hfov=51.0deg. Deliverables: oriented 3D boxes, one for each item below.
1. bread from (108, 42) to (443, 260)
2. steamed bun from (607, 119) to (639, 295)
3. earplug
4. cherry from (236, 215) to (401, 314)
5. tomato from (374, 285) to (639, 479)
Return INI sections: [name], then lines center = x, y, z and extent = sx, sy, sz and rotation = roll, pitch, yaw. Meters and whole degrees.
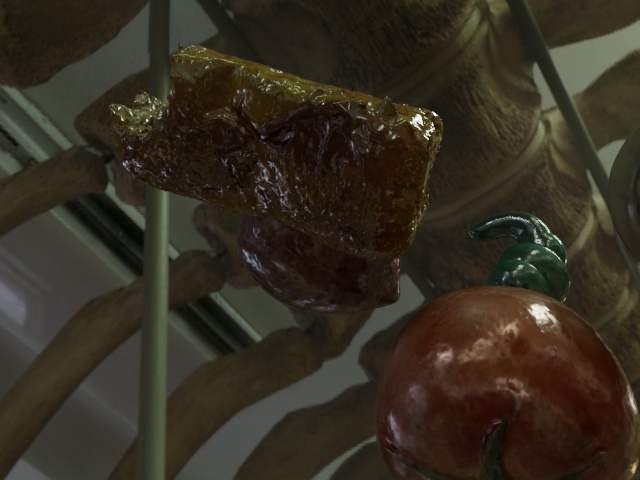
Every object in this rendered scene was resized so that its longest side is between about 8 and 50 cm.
[bread]
center = -0.063, -0.106, 0.727
extent = 0.380, 0.109, 0.185
rotation = 18, -47, 18
[steamed bun]
center = 0.526, -0.047, 0.828
extent = 0.324, 0.219, 0.309
rotation = -12, -83, 13
[earplug]
center = 0.429, 0.051, 1.475
extent = 0.257, 0.280, 0.164
rotation = 42, -48, 11
[cherry]
center = 0.000, 0.000, 1.038
extent = 0.300, 0.203, 0.230
rotation = 35, -90, 13
[tomato]
center = 0.188, 0.172, 0.705
extent = 0.265, 0.265, 0.265
rotation = -3, -57, -5
